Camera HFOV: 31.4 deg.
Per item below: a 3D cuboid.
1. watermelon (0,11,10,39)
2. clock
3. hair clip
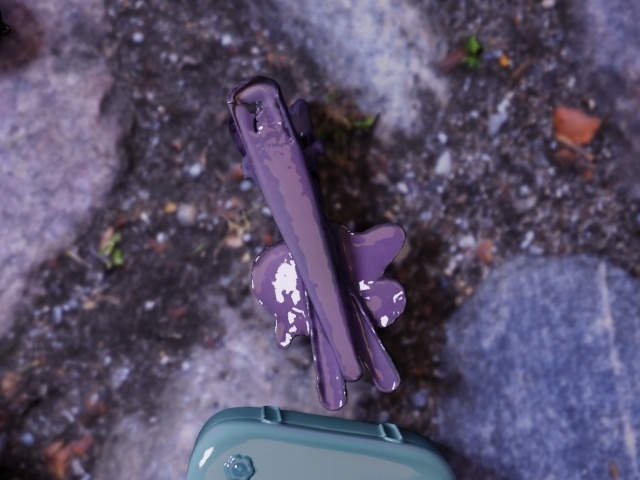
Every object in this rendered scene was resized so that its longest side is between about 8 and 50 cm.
[{"bbox_3d":[-0.306,-0.172,0.913,0.111,0.078,0.078,-3,94,-4],"label":"watermelon"},{"bbox_3d":[-0.015,0.283,0.951,0.224,0.094,0.274,11,95,-4],"label":"clock"},{"bbox_3d":[-0.001,-0.005,0.941,0.137,0.090,0.278,-19,99,1],"label":"hair clip"}]
